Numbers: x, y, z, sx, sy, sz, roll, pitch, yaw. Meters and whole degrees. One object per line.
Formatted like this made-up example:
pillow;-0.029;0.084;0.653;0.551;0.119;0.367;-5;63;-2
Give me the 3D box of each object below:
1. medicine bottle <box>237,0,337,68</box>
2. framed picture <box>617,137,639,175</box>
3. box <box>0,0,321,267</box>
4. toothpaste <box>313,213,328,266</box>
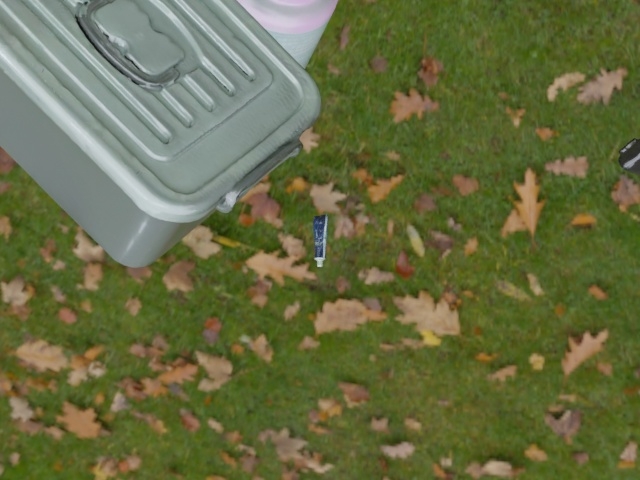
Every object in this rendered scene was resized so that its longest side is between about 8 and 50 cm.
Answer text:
medicine bottle;-0.060;-0.252;1.044;0.134;0.133;0.274;24;151;-8
framed picture;0.323;-0.079;0.420;0.324;0.013;0.244;9;141;-35
box;-0.139;-0.104;0.638;0.243;0.163;0.135;45;145;1
toothpaste;0.000;0.000;1.464;0.027;0.083;0.019;-4;170;28
